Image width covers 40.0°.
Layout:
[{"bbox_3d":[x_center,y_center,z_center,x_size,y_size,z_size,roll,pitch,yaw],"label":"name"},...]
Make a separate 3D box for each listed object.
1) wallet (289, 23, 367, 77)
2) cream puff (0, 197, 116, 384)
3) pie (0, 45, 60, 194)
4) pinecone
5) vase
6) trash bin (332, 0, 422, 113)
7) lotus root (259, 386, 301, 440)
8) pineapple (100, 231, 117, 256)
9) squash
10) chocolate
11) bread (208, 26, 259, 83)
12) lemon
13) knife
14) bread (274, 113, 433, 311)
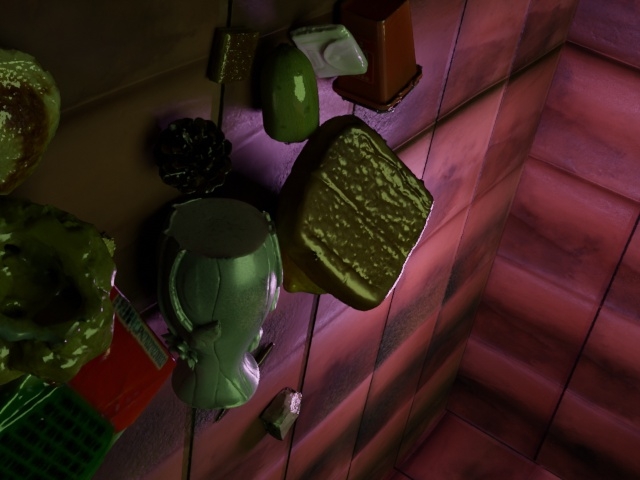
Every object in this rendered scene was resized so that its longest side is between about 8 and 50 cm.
[{"bbox_3d":[0.020,-0.375,1.758,0.183,0.124,0.032,42,50,-67],"label":"wallet"},{"bbox_3d":[-0.410,0.072,1.193,0.282,0.281,0.185,-62,-175,1],"label":"cream puff"},{"bbox_3d":[-0.428,-0.153,1.147,0.205,0.084,0.179,-50,154,-18],"label":"pie"},{"bbox_3d":[-0.215,-0.146,1.500,0.140,0.140,0.121,-56,180,-12],"label":"pinecone"},{"bbox_3d":[-0.202,0.137,1.728,0.250,0.250,0.446,-39,148,-41],"label":"vase"},{"bbox_3d":[0.127,-0.418,1.879,0.184,0.161,0.239,-45,148,-32],"label":"trash bin"},{"bbox_3d":[-0.099,0.493,2.510,0.144,0.070,0.143,-55,156,-15],"label":"lotus root"},{"bbox_3d":[-0.373,0.013,1.517,0.045,0.019,0.083,-41,150,-27],"label":"pineapple"},{"bbox_3d":[-0.059,-0.293,1.687,0.123,0.123,0.187,-43,148,-35],"label":"squash"},{"bbox_3d":[-0.439,0.241,1.457,0.341,0.161,0.360,-53,155,-19],"label":"chocolate"},{"bbox_3d":[-0.155,-0.330,1.558,0.090,0.035,0.094,-25,138,-53],"label":"bread"},{"bbox_3d":[-0.006,0.007,1.984,0.253,0.228,0.228,-50,156,-1],"label":"lemon"},{"bbox_3d":[-0.193,0.364,2.257,0.247,0.018,0.035,-54,158,-10],"label":"knife"},{"bbox_3d":[0.052,-0.051,1.798,0.337,0.148,0.328,39,68,-32],"label":"bread"}]
